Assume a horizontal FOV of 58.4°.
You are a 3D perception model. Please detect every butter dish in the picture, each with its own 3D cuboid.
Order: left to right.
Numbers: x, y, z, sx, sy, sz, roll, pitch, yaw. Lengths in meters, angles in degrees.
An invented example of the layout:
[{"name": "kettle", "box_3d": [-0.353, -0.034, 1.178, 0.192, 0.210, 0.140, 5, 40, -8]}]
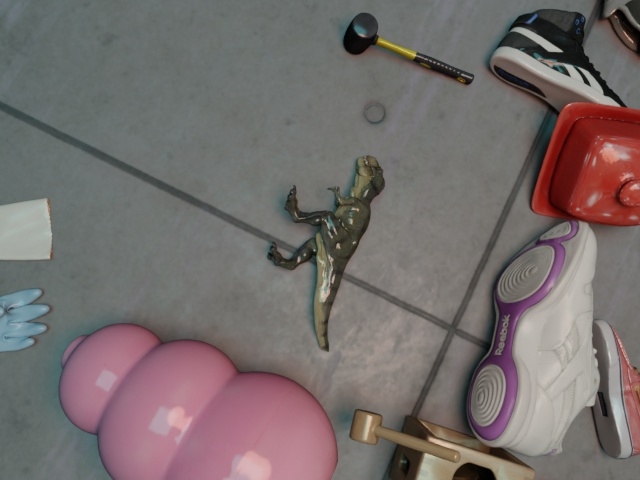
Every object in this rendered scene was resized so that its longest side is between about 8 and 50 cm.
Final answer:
[{"name": "butter dish", "box_3d": [0.371, -0.077, 0.716, 0.159, 0.118, 0.160, 8, 117, -2]}]

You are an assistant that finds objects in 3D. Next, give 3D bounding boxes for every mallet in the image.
[{"name": "mallet", "box_3d": [0.124, -0.257, 0.778, 0.189, 0.062, 0.039, 19, 84, -1]}]

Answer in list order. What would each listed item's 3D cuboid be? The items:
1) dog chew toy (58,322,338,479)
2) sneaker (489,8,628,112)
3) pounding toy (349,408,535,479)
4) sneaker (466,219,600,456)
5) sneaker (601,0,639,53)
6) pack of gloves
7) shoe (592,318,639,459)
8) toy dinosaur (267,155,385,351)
[{"name": "dog chew toy", "box_3d": [-0.149, 0.209, 0.648, 0.331, 0.206, 0.207, 29, 83, 10]}, {"name": "sneaker", "box_3d": [0.352, -0.239, 0.778, 0.216, 0.079, 0.121, 32, 82, 2]}, {"name": "pounding toy", "box_3d": [0.124, 0.267, 0.653, 0.205, 0.181, 0.094, 18, 83, 0]}, {"name": "sneaker", "box_3d": [0.292, 0.125, 0.733, 0.152, 0.114, 0.305, 26, 81, -20]}, {"name": "sneaker", "box_3d": [0.504, -0.310, 0.799, 0.228, 0.086, 0.132, 16, 87, 10]}, {"name": "pack of gloves", "box_3d": [-0.463, 0.049, 0.723, 0.231, 0.046, 0.195, -6, 84, -3]}, {"name": "shoe", "box_3d": [0.396, 0.185, 0.739, 0.081, 0.063, 0.178, -8, 86, -8]}, {"name": "toy dinosaur", "box_3d": [0.000, 0.000, 0.744, 0.118, 0.064, 0.268, 19, 86, -7]}]
